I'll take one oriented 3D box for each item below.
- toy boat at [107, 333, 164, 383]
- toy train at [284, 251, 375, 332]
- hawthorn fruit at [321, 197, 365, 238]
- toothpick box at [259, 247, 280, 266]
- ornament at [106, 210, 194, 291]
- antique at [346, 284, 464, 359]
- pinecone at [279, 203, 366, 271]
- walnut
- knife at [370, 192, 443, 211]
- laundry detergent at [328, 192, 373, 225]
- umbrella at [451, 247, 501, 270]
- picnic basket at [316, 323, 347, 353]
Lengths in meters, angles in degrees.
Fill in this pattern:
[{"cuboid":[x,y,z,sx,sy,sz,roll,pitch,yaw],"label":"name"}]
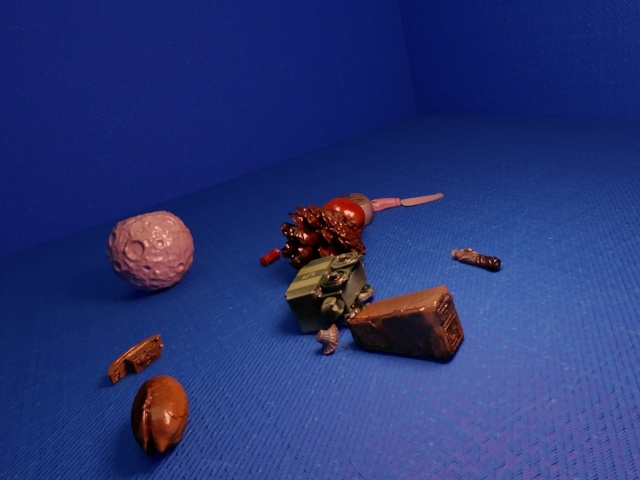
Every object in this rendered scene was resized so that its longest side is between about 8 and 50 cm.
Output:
[{"cuboid":[-0.556,0.360,1.568,0.077,0.057,0.200,10,31,36],"label":"toy boat"},{"cuboid":[0.031,0.155,1.570,0.238,0.167,0.299,-17,17,24],"label":"toy train"},{"cuboid":[0.077,-0.075,2.065,0.207,0.207,0.243,-15,14,1],"label":"hawthorn fruit"},{"cuboid":[-0.204,0.069,2.084,0.047,0.047,0.083,4,28,41],"label":"toothpick box"},{"cuboid":[-0.679,0.049,2.088,0.337,0.337,0.337,-13,21,5],"label":"ornament"},{"cuboid":[0.206,0.216,1.337,0.284,0.150,0.125,-9,16,37],"label":"antique"},{"cuboid":[-0.003,0.006,1.813,0.296,0.298,0.242,-13,56,29],"label":"pinecone"},{"cuboid":[-0.380,0.408,1.225,0.137,0.137,0.245,-18,21,-9],"label":"walnut"},{"cuboid":[0.386,-0.178,2.332,0.336,0.043,0.081,-9,27,10],"label":"knife"},{"cuboid":[0.128,-0.114,2.250,0.215,0.105,0.280,-15,22,0],"label":"laundry detergent"},{"cuboid":[0.495,0.058,1.648,0.050,0.046,0.188,-32,21,-21],"label":"umbrella"},{"cuboid":[0.029,0.268,1.404,0.083,0.083,0.065,19,2,-21],"label":"picnic basket"}]
